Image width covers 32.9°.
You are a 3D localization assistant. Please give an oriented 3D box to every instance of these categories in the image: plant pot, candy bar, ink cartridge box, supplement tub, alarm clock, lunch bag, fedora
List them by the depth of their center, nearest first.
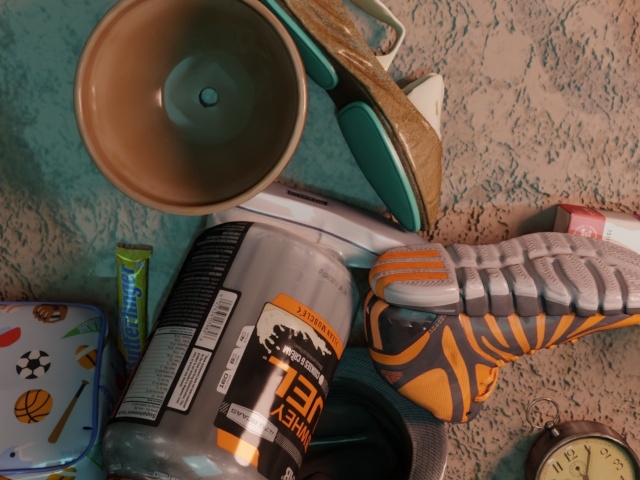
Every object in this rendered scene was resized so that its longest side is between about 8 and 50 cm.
[{"bbox_3d":[-0.095,0.155,1.093,0.194,0.193,0.316,26,64,-7],"label":"supplement tub"},{"bbox_3d":[-0.125,-0.148,1.127,0.238,0.110,0.237,1,98,7],"label":"plant pot"},{"bbox_3d":[-0.362,0.185,1.134,0.304,0.243,0.115,-5,139,1],"label":"lunch bag"},{"bbox_3d":[0.006,0.262,1.201,0.275,0.124,0.244,-40,63,-17],"label":"fedora"},{"bbox_3d":[0.359,0.032,1.212,0.198,0.067,0.115,8,102,-3],"label":"ink cartridge box"},{"bbox_3d":[-0.214,0.086,1.232,0.040,0.018,0.161,3,102,-2],"label":"candy bar"},{"bbox_3d":[0.297,0.260,1.263,0.129,0.064,0.192,-32,104,5],"label":"alarm clock"}]

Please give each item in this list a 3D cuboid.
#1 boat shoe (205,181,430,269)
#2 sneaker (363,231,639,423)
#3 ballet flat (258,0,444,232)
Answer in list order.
[{"bbox_3d":[0.000,0.000,1.190,0.258,0.095,0.084,19,106,5],"label":"boat shoe"},{"bbox_3d":[0.204,0.095,1.151,0.321,0.124,0.180,1,121,-1],"label":"sneaker"},{"bbox_3d":[0.052,-0.174,1.148,0.124,0.116,0.342,-39,97,-16],"label":"ballet flat"}]
